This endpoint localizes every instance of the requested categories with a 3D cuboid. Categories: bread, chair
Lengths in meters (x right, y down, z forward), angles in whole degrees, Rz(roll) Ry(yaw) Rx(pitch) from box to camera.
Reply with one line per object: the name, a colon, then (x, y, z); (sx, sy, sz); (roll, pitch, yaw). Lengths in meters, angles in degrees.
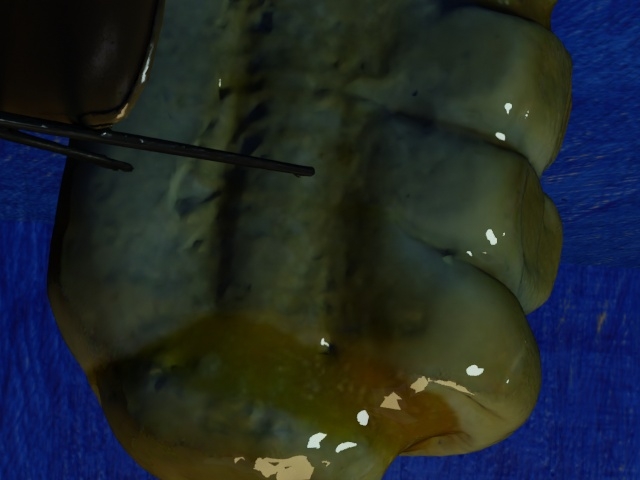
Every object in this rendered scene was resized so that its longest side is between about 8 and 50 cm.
bread: (0.000, 0.000, 1.146); (0.300, 0.341, 0.210); (-2, 161, 15)
chair: (-0.134, -0.124, 0.950); (0.172, 0.159, 0.247); (0, 173, 37)
